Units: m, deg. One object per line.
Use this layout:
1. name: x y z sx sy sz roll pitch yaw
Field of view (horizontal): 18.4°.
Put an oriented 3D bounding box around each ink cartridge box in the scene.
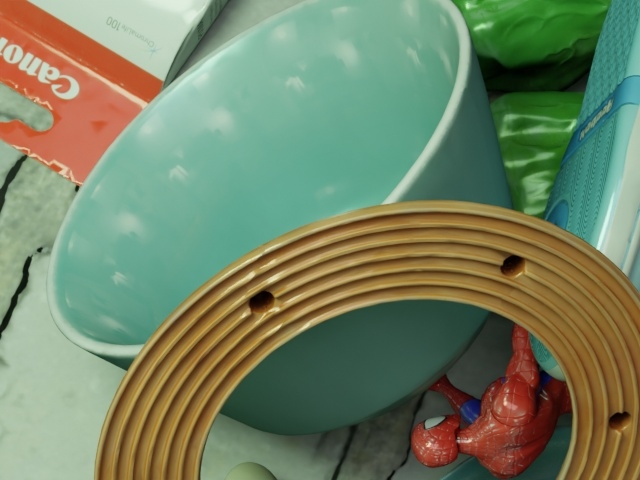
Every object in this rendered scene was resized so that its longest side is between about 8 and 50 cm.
1. ink cartridge box: -0.173 -0.179 1.404 0.189 0.066 0.232 30 72 10

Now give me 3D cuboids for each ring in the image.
1. ring: 0.037 0.117 1.129 0.337 0.336 0.032 -17 35 -3

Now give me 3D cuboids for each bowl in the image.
1. bowl: 0.000 0.000 1.246 0.311 0.311 0.163 -47 121 -12

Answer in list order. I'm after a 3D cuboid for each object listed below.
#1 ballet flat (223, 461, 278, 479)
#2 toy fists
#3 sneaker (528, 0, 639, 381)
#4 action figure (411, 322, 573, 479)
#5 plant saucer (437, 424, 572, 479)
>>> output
1. ballet flat: -0.016 0.261 1.244 0.086 0.086 0.248 -4 79 1
2. toy fists: 0.158 -0.105 1.349 0.142 0.096 0.279 -6 72 -16
3. sneaker: 0.260 -0.033 1.232 0.208 0.127 0.319 23 70 -9
4. action figure: 0.164 0.063 1.283 0.280 0.091 0.139 -22 50 -22
5. plant saucer: 0.178 0.276 1.258 0.318 0.043 0.317 -1 72 2
